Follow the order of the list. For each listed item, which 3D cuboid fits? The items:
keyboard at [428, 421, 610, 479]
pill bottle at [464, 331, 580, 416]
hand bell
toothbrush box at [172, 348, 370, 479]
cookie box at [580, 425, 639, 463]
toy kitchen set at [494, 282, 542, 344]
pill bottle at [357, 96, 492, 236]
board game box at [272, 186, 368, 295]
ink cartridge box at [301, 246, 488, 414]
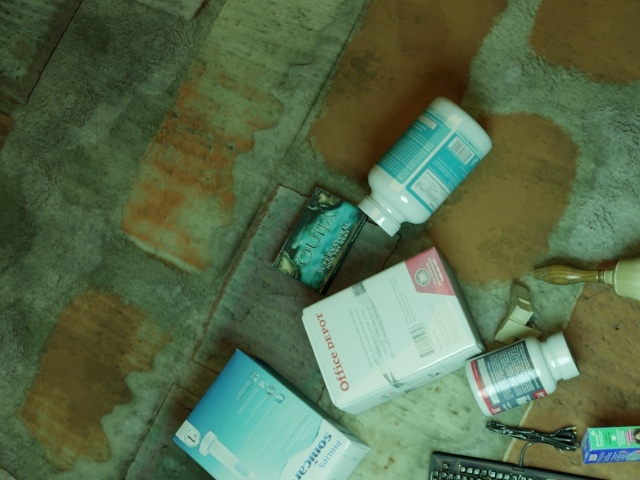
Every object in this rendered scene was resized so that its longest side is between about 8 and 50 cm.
[{"bbox_3d":[0.344,0.412,1.835,0.317,0.033,0.202,5,76,22],"label":"keyboard"},{"bbox_3d":[0.355,0.229,1.844,0.180,0.108,0.108,-24,67,14],"label":"pill bottle"},{"bbox_3d":[0.492,0.063,1.861,0.242,0.126,0.126,3,75,36],"label":"hand bell"},{"bbox_3d":[-0.092,0.380,1.965,0.295,0.126,0.216,35,88,27],"label":"toothbrush box"},{"bbox_3d":[0.493,0.339,1.749,0.107,0.092,0.040,-4,64,4],"label":"cookie box"},{"bbox_3d":[0.364,0.141,1.916,0.068,0.075,0.083,23,121,-10],"label":"toy kitchen set"},{"bbox_3d":[0.191,-0.134,2.001,0.264,0.146,0.146,-47,63,2],"label":"pill bottle"},{"bbox_3d":[0.000,0.000,2.102,0.126,0.026,0.186,27,85,26],"label":"board game box"},{"bbox_3d":[0.135,0.170,1.944,0.283,0.117,0.207,-26,66,12],"label":"ink cartridge box"}]
